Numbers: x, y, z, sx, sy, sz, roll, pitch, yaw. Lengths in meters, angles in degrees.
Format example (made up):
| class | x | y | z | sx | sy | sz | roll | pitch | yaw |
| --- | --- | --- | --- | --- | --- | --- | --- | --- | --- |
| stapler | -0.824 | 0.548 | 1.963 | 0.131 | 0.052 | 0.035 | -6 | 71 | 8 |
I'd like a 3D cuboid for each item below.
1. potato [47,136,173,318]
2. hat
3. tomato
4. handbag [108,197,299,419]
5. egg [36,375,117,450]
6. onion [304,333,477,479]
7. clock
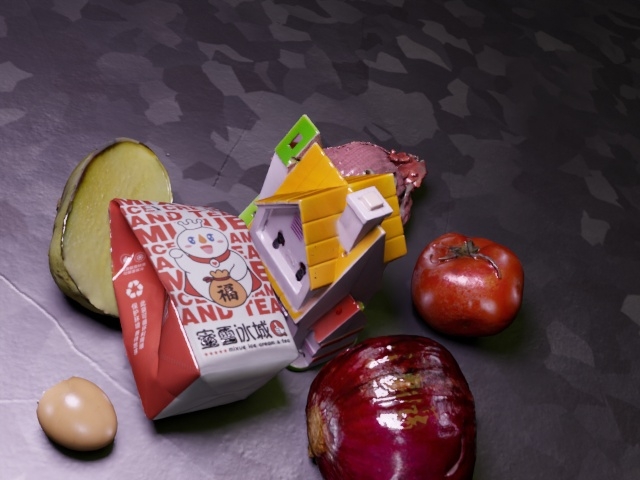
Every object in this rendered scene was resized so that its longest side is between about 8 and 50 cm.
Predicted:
| class | x | y | z | sx | sy | sz | roll | pitch | yaw |
| --- | --- | --- | --- | --- | --- | --- | --- | --- | --- |
| potato | -0.314 | -0.019 | 0.986 | 0.160 | 0.111 | 0.271 | 36 | 50 | -41 |
| hat | 0.076 | -0.093 | 1.215 | 0.287 | 0.107 | 0.236 | -23 | 74 | -30 |
| tomato | 0.241 | 0.072 | 1.109 | 0.187 | 0.151 | 0.187 | -15 | 23 | 7 |
| handbag | -0.172 | 0.065 | 0.913 | 0.171 | 0.151 | 0.298 | -2 | 60 | -44 |
| egg | -0.289 | 0.211 | 0.831 | 0.096 | 0.080 | 0.080 | 43 | 49 | 10 |
| onion | 0.102 | 0.245 | 0.885 | 0.216 | 0.206 | 0.206 | 0 | 49 | -15 |
| clock | -0.001 | 0.000 | 0.969 | 0.166 | 0.309 | 0.235 | -19 | 62 | -32 |
